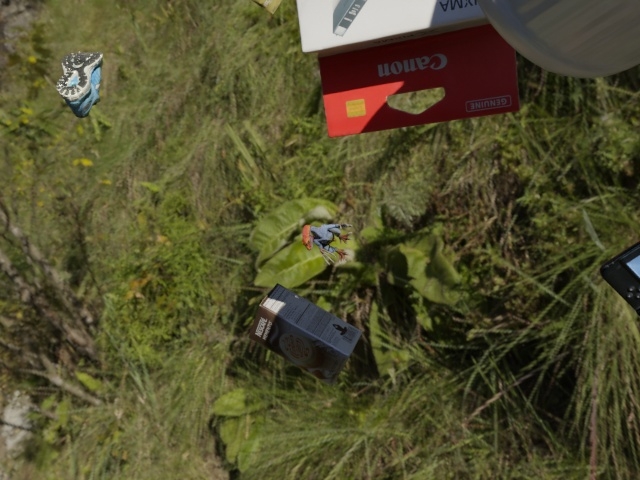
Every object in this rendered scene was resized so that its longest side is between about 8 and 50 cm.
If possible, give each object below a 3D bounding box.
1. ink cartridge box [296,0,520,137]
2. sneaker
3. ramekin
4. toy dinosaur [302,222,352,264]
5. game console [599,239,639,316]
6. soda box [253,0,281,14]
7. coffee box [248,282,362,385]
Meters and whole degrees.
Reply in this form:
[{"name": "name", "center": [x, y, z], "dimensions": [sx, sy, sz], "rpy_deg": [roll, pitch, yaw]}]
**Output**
[{"name": "ink cartridge box", "center": [0.120, -0.293, 0.812], "dimensions": [0.296, 0.261, 0.066], "rpy_deg": [-4, 9, 22]}, {"name": "sneaker", "center": [-0.415, -0.273, 1.003], "dimensions": [0.064, 0.073, 0.162], "rpy_deg": [-1, 46, -2]}, {"name": "ramekin", "center": [0.268, -0.293, 0.512], "dimensions": [0.273, 0.272, 0.127], "rpy_deg": [-35, 9, -16]}, {"name": "toy dinosaur", "center": [0.000, 0.000, 0.650], "dimensions": [0.090, 0.082, 0.047], "rpy_deg": [12, 82, 50]}, {"name": "game console", "center": [0.414, 0.050, 0.639], "dimensions": [0.144, 0.124, 0.085], "rpy_deg": [-42, 15, 28]}, {"name": "soda box", "center": [-0.104, -0.480, 1.060], "dimensions": [0.061, 0.058, 0.181], "rpy_deg": [-51, 30, 23]}, {"name": "coffee box", "center": [-0.040, 0.234, 1.430], "dimensions": [0.098, 0.247, 0.141], "rpy_deg": [-53, -12, -48]}]
